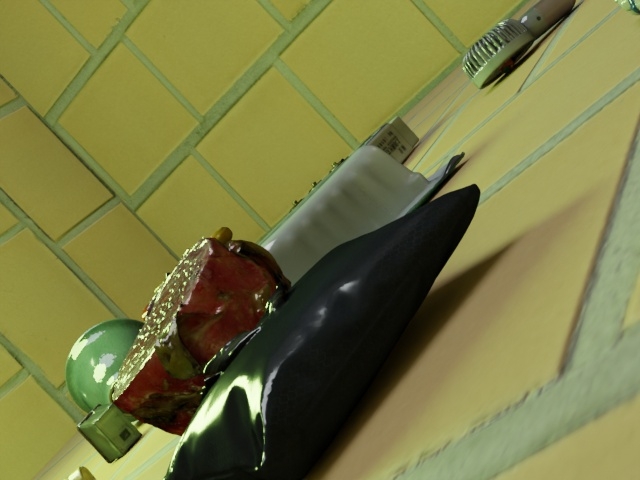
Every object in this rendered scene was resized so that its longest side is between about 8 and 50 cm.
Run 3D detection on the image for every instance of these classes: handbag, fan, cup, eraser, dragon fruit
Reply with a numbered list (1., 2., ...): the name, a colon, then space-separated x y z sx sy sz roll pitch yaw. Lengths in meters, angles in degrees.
1. handbag: -0.007 0.075 0.719 0.254 0.088 0.211 -51 9 -30
2. fan: 0.355 -0.361 1.770 0.244 0.074 0.130 -39 -8 -10
3. cup: -0.351 0.255 1.815 0.199 0.199 0.150 -44 22 -7
4. eraser: 0.091 -0.141 1.972 0.124 0.081 0.279 -41 5 34
5. dragon fruit: -0.103 0.102 1.029 0.211 0.147 0.282 -58 11 2

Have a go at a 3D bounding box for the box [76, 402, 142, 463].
1. box: -0.335 0.305 1.609 0.060 0.085 0.063 -46 10 -35

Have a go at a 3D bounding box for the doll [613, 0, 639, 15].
1. doll: 0.340 -0.262 0.973 0.114 0.057 0.227 -49 7 -14

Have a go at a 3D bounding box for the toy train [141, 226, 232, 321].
1. toy train: -0.217 0.111 1.828 0.231 0.163 0.369 -41 5 13

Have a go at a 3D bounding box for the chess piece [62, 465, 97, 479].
1. chess piece: -0.373 0.377 1.428 0.122 0.066 0.066 -38 4 2

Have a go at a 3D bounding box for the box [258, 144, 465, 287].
1. box: 0.000 0.000 1.275 0.337 0.106 0.264 -47 5 -28

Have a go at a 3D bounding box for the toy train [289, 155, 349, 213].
1. toy train: 0.011 -0.087 2.179 0.225 0.090 0.137 -44 1 -6
